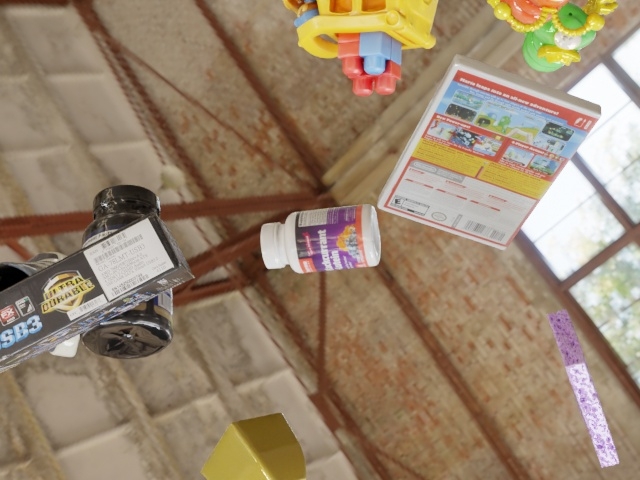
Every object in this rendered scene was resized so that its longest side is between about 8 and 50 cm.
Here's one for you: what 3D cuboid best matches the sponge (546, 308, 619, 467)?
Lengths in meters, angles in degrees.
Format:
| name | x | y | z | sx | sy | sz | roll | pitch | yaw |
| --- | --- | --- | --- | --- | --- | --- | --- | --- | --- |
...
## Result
| name | x | y | z | sx | sy | sz | roll | pitch | yaw |
| --- | --- | --- | --- | --- | --- | --- | --- | --- | --- |
| sponge | 0.368 | 0.208 | 1.449 | 0.117 | 0.031 | 0.210 | -95 | -17 | -56 |

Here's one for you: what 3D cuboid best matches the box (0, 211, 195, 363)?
| name | x | y | z | sx | sy | sz | roll | pitch | yaw |
| --- | --- | --- | --- | --- | --- | --- | --- | --- | --- |
| box | -0.290 | 0.075 | 1.153 | 0.073 | 0.293 | 0.295 | 64 | 175 | 1 |

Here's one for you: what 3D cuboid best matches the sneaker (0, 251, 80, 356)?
| name | x | y | z | sx | sy | sz | roll | pitch | yaw |
| --- | --- | --- | --- | --- | --- | --- | --- | --- | --- |
| sneaker | -0.456 | 0.075 | 1.569 | 0.148 | 0.131 | 0.350 | 18 | 180 | -26 |

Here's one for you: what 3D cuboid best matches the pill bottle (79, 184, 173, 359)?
| name | x | y | z | sx | sy | sz | roll | pitch | yaw |
| --- | --- | --- | --- | --- | --- | --- | --- | --- | --- |
| pill bottle | -0.262 | 0.039 | 1.405 | 0.123 | 0.123 | 0.219 | 20 | -129 | -37 |

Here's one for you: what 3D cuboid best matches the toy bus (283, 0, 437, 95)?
| name | x | y | z | sx | sy | sz | roll | pitch | yaw |
| --- | --- | --- | --- | --- | --- | --- | --- | --- | --- |
| toy bus | 0.037 | -0.285 | 1.275 | 0.149 | 0.220 | 0.211 | 7 | -92 | -61 |

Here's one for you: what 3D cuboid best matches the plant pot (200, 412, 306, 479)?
| name | x | y | z | sx | sy | sz | roll | pitch | yaw |
| --- | --- | --- | --- | --- | --- | --- | --- | --- | --- |
| plant pot | -0.064 | 0.250 | 1.127 | 0.081 | 0.081 | 0.083 | -1 | -139 | -49 |

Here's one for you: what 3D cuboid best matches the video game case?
| name | x | y | z | sx | sy | sz | roll | pitch | yaw |
| --- | --- | --- | --- | --- | --- | --- | --- | --- | --- |
| video game case | 0.220 | -0.110 | 1.406 | 0.204 | 0.285 | 0.025 | 18 | -132 | -8 |

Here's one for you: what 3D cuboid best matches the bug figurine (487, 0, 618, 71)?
| name | x | y | z | sx | sy | sz | roll | pitch | yaw |
| --- | --- | --- | --- | --- | --- | --- | --- | --- | --- |
| bug figurine | 0.225 | -0.141 | 0.669 | 0.279 | 0.072 | 0.216 | 5 | 178 | 1 |

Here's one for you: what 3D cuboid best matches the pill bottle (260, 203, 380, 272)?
| name | x | y | z | sx | sy | sz | roll | pitch | yaw |
| --- | --- | --- | --- | --- | --- | --- | --- | --- | --- |
| pill bottle | 0.000 | 0.000 | 1.779 | 0.108 | 0.194 | 0.108 | -6 | -90 | -79 |
